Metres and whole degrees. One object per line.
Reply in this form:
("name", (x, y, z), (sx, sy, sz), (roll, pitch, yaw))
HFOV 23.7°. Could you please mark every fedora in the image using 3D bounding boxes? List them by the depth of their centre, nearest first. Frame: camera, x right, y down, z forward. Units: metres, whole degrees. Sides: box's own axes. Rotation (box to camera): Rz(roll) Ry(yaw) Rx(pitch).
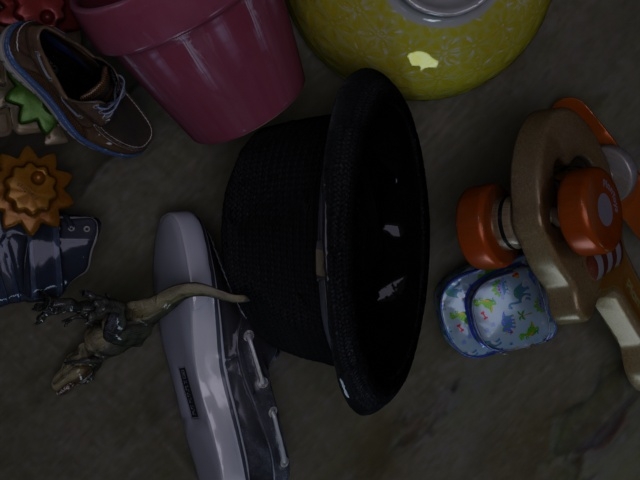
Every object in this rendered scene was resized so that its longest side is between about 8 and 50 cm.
("fedora", (0.000, 0.000, 1.482), (0.152, 0.334, 0.334), (3, 100, 20))

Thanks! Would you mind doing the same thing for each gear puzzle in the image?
("gear puzzle", (-0.306, -0.171, 1.455), (0.175, 0.044, 0.339), (-8, 87, -18))

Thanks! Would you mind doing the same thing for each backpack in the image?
("backpack", (0.179, 0.069, 1.584), (0.114, 0.084, 0.105), (-16, 98, -1))

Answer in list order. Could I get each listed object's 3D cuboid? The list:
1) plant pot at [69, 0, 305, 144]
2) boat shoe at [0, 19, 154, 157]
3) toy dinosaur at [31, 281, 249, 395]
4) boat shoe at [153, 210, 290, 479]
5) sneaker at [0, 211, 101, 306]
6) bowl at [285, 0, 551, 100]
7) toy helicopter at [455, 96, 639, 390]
("plant pot", (-0.110, -0.200, 1.461), (0.201, 0.201, 0.180), (-30, 116, -2))
("boat shoe", (-0.220, -0.138, 1.434), (0.183, 0.066, 0.066), (37, 66, -34))
("toy dinosaur", (-0.202, 0.077, 1.479), (0.118, 0.268, 0.064), (21, 55, -40))
("boat shoe", (-0.093, 0.112, 1.550), (0.102, 0.108, 0.301), (-13, 92, -26))
("sneaker", (-0.305, -0.045, 1.510), (0.163, 0.086, 0.226), (-8, 92, -15))
("bowl", (0.109, -0.275, 1.485), (0.289, 0.156, 0.290), (-1, 99, -7))
("toy helicopter", (0.287, 0.010, 1.556), (0.140, 0.235, 0.355), (-10, 129, 34))
